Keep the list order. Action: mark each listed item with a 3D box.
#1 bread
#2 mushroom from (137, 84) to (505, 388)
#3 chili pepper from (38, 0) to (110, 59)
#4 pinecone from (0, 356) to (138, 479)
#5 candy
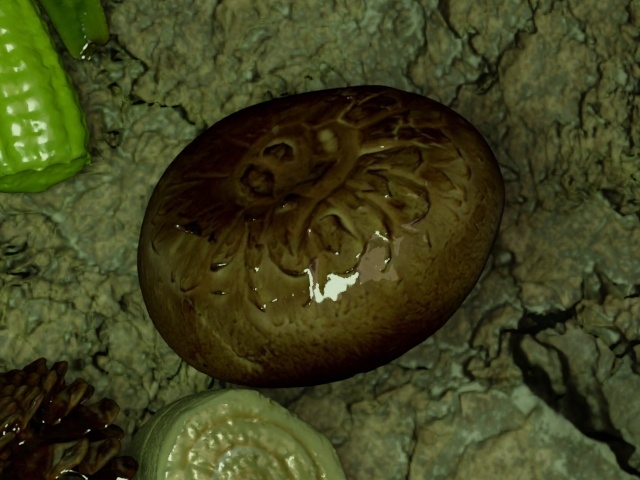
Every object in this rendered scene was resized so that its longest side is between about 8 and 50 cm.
[{"bbox_3d":[-0.068,0.183,1.515,0.148,0.141,0.134,20,79,-15],"label":"bread"},{"bbox_3d":[-0.004,-0.014,1.503,0.297,0.278,0.163,-14,121,14],"label":"mushroom"},{"bbox_3d":[-0.230,-0.235,1.570,0.052,0.050,0.201,-35,95,-3],"label":"chili pepper"},{"bbox_3d":[-0.222,0.189,1.443,0.208,0.208,0.207,2,82,-17],"label":"pinecone"},{"bbox_3d":[-0.248,-0.141,1.531,0.097,0.097,0.209,-18,86,-19],"label":"candy"}]
